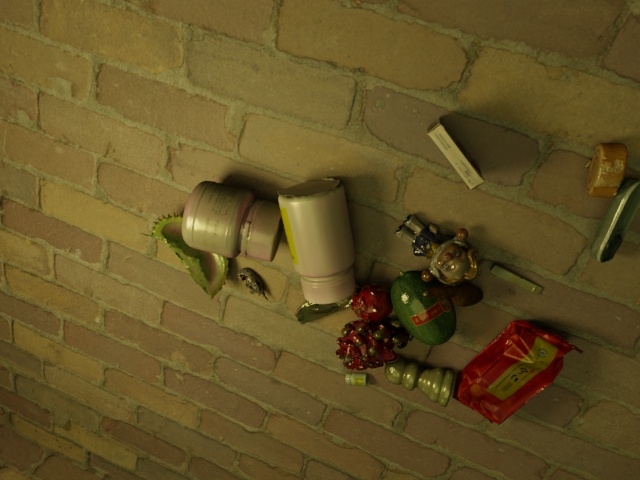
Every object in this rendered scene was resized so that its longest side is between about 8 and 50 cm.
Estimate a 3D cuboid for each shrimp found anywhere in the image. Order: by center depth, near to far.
[{"bbox_3d":[-0.256,0.175,1.665,0.065,0.056,0.165,-34,90,12],"label":"shrimp"}]

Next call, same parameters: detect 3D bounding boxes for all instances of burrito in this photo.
[{"bbox_3d":[0.023,0.231,1.591,0.309,0.066,0.096,-28,113,26],"label":"burrito"}]

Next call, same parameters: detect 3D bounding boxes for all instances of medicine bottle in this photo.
[{"bbox_3d":[0.375,-0.246,1.209,0.052,0.171,0.201,-37,97,25],"label":"medicine bottle"},{"bbox_3d":[0.000,0.000,1.414,0.214,0.213,0.378,-4,111,20],"label":"medicine bottle"},{"bbox_3d":[-0.286,-0.058,1.464,0.302,0.241,0.241,15,117,1],"label":"medicine bottle"},{"bbox_3d":[0.145,0.549,1.704,0.084,0.047,0.047,-5,111,19],"label":"medicine bottle"}]

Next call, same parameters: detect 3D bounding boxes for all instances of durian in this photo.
[{"bbox_3d":[-0.473,0.038,1.610,0.158,0.169,0.355,-37,103,28],"label":"durian"}]

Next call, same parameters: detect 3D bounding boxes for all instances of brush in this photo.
[{"bbox_3d":[0.621,0.123,1.375,0.179,0.030,0.033,25,103,-5],"label":"brush"}]

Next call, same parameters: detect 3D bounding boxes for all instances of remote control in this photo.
[{"bbox_3d":[0.822,-0.052,1.193,0.052,0.104,0.247,39,128,47],"label":"remote control"}]

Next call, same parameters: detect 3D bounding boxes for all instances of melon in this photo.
[{"bbox_3d":[0.335,0.212,1.420,0.182,0.182,0.287,-33,98,27],"label":"melon"}]

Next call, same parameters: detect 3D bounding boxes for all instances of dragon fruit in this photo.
[{"bbox_3d":[0.182,0.210,1.463,0.166,0.136,0.132,14,105,-31],"label":"dragon fruit"},{"bbox_3d":[0.194,0.358,1.515,0.273,0.198,0.218,-19,116,24],"label":"dragon fruit"}]

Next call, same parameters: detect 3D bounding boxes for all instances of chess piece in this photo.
[{"bbox_3d":[0.355,0.505,1.579,0.244,0.133,0.133,15,117,16],"label":"chess piece"}]

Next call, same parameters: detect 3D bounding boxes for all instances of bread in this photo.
[{"bbox_3d":[0.752,-0.184,1.141,0.073,0.122,0.149,8,114,18],"label":"bread"}]

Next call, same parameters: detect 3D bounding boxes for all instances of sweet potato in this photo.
[{"bbox_3d":[0.435,0.170,1.346,0.270,0.074,0.074,6,123,-30],"label":"sweet potato"}]

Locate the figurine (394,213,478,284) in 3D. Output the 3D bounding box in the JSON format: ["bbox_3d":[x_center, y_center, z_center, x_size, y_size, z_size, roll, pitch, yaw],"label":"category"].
[{"bbox_3d":[0.362,0.039,1.367,0.275,0.133,0.193,17,86,13],"label":"figurine"}]

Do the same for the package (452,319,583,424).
[{"bbox_3d":[0.643,0.437,1.450,0.196,0.123,0.423,31,118,0],"label":"package"}]
